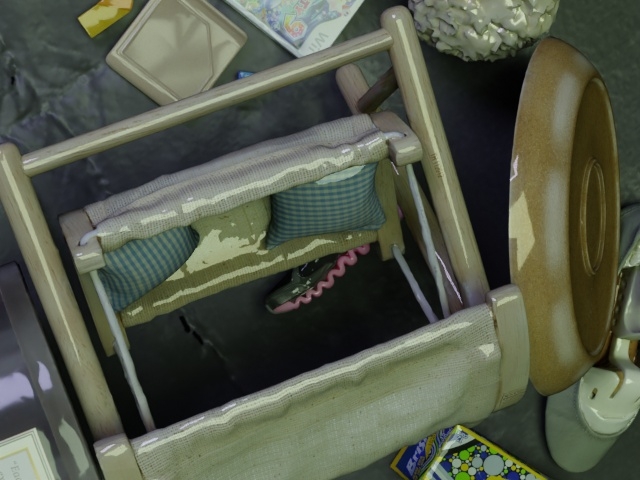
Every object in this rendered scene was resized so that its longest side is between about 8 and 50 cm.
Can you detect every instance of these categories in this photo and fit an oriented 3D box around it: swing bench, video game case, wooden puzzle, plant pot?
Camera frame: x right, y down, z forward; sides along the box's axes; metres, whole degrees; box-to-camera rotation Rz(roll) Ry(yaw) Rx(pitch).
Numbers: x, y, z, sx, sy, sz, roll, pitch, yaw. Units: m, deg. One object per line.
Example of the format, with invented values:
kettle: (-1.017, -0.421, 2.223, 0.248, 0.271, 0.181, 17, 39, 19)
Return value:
swing bench: (-0.032, 0.033, 0.787, 0.253, 0.165, 0.254, -21, 88, -11)
video game case: (-0.026, -0.184, 0.869, 0.122, 0.011, 0.087, 36, 88, -20)
wooden puzzle: (-0.095, -0.126, 0.859, 0.078, 0.014, 0.116, -45, 109, 0)
plant pot: (0.167, -0.015, 0.861, 0.032, 0.236, 0.236, 2, 103, 22)

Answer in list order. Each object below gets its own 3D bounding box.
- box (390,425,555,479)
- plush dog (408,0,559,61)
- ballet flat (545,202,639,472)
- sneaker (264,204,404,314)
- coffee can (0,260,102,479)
box: (0.139, 0.190, 0.969, 0.169, 0.054, 0.059, 33, 89, -20)
plush dog: (0.052, -0.254, 0.796, 0.225, 0.210, 0.262, 10, 93, 4)
ballet flat: (0.220, 0.077, 0.966, 0.072, 0.068, 0.213, 13, 96, -20)
sneaker: (0.000, 0.000, 0.900, 0.119, 0.047, 0.057, -43, 96, -10)
coffee can: (-0.270, 0.153, 0.754, 0.275, 0.201, 0.201, -21, 106, -13)
